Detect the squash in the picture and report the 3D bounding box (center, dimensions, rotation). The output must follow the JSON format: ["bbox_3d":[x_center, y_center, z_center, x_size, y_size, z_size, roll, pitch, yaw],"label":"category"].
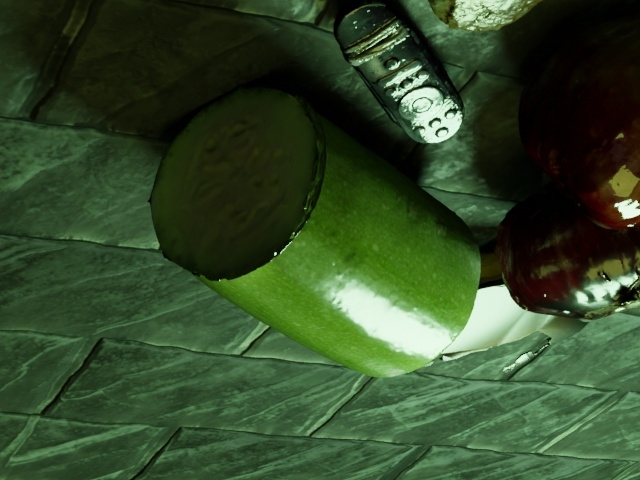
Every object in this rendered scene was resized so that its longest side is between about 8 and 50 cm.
[{"bbox_3d":[0.000,0.000,1.911,0.263,0.263,0.384,-27,144,25],"label":"squash"}]

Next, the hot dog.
[{"bbox_3d":[0.251,0.092,2.265,0.326,0.107,0.194,2,130,-27],"label":"hot dog"}]

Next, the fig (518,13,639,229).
[{"bbox_3d":[0.353,-0.147,1.824,0.224,0.224,0.263,1,113,-18],"label":"fig"}]

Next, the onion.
[{"bbox_3d":[0.383,-0.016,2.048,0.314,0.232,0.314,-16,173,-2],"label":"onion"}]

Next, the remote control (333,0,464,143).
[{"bbox_3d":[0.090,-0.210,1.800,0.090,0.066,0.266,-32,140,9],"label":"remote control"}]

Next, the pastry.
[{"bbox_3d":[0.188,-0.291,1.668,0.153,0.081,0.153,-9,145,-6],"label":"pastry"}]
